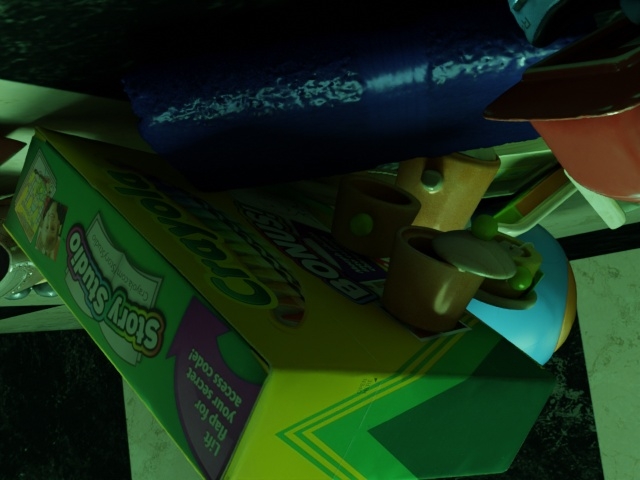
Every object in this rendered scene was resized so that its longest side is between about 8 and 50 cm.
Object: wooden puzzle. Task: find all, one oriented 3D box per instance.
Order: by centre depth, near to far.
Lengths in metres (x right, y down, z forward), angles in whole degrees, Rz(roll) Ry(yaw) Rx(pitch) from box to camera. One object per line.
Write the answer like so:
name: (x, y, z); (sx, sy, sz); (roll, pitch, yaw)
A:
wooden puzzle: (0.275, -0.062, 1.147); (0.238, 0.044, 0.221); (-33, 176, -10)

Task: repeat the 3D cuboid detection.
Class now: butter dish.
butter dish: (0.198, -0.066, 0.522); (0.160, 0.118, 0.160); (-29, -168, -11)

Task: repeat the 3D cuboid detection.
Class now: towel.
towel: (0.032, -0.111, 0.706); (0.308, 0.076, 0.227); (-10, 169, 4)

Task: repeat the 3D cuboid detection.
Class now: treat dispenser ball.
treat dispenser ball: (0.272, 0.090, 1.570); (0.288, 0.288, 0.288); (-7, 172, -1)

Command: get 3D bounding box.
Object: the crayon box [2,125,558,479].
crayon box: (-0.040, 0.048, 0.786); (0.313, 0.106, 0.363); (11, -160, -45)

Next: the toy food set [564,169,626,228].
toy food set: (0.358, -0.110, 0.981); (0.128, 0.071, 0.218); (35, 135, -29)

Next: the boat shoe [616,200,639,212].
boat shoe: (0.364, -0.074, 1.085); (0.137, 0.049, 0.043); (-39, 178, -5)

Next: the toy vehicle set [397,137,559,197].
toy vehicle set: (0.183, -0.086, 1.124); (0.166, 0.035, 0.267); (-7, 172, -7)

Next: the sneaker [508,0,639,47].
sneaker: (0.193, -0.155, 0.480); (0.209, 0.082, 0.069); (-14, 168, 34)

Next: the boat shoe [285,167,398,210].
boat shoe: (-0.055, -0.025, 1.067); (0.324, 0.122, 0.120); (-8, 169, 3)

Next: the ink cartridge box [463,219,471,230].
ink cartridge box: (0.062, 0.004, 1.396); (0.273, 0.114, 0.197); (-2, 170, -36)

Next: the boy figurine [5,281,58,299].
boy figurine: (-0.382, 0.023, 1.219); (0.177, 0.092, 0.285); (-3, 175, -10)

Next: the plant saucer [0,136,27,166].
plant saucer: (-0.395, 0.008, 0.817); (0.258, 0.048, 0.259); (-18, -154, 53)

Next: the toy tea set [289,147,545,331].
toy tea set: (0.100, -0.042, 0.825); (0.200, 0.124, 0.336); (11, -159, -22)

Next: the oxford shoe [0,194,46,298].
oxford shoe: (-0.443, 0.036, 1.023); (0.363, 0.130, 0.133); (-19, -172, 17)
